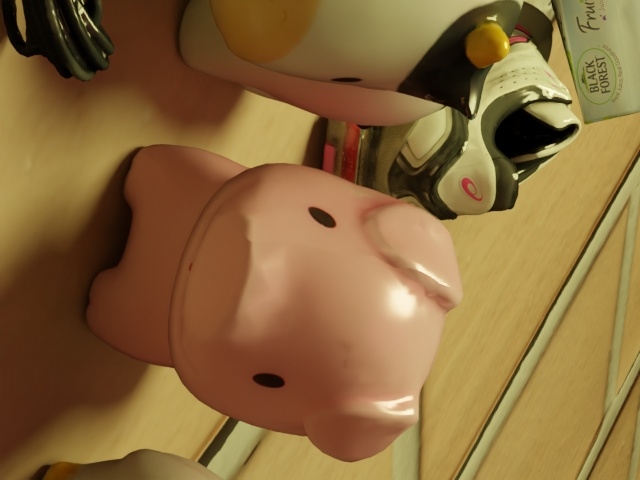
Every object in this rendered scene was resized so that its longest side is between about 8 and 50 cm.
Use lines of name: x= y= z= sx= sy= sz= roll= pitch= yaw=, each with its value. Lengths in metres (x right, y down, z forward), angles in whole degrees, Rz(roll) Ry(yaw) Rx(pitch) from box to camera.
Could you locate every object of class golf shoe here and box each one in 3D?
golf shoe: x=0.072 y=-0.053 z=0.713 sx=0.186 sy=0.086 sz=0.067 roll=-46 pitch=146 yaw=-54

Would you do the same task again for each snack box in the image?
snack box: x=0.111 y=-0.136 z=0.723 sx=0.100 sy=0.037 sz=0.141 roll=-91 pitch=166 yaw=-51

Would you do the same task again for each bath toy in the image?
bath toy: x=0.000 y=0.000 z=0.506 sx=0.151 sy=0.129 sz=0.348 roll=11 pitch=96 yaw=-70

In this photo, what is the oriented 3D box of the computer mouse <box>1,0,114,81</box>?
computer mouse: x=-0.100 y=-0.037 z=0.338 sx=0.193 sy=0.042 sz=0.106 roll=-53 pitch=153 yaw=-43
